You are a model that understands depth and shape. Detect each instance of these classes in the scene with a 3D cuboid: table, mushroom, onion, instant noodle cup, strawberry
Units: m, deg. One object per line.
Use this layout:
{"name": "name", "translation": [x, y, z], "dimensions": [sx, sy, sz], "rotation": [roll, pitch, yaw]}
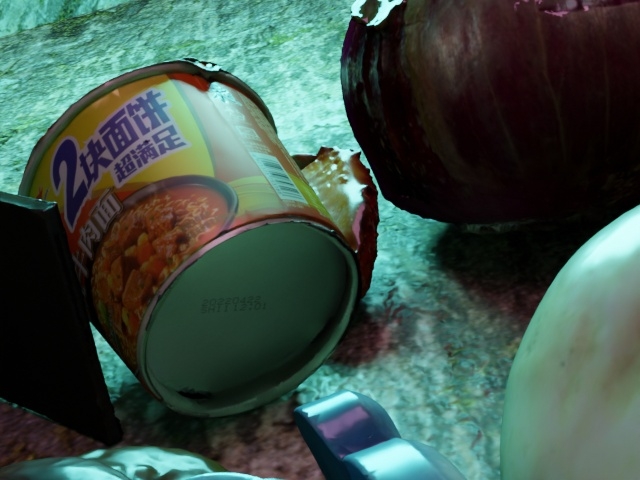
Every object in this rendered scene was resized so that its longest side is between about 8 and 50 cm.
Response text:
{"name": "table", "translation": [-0.329, 0.078, 0.765], "dimensions": [0.282, 0.196, 0.251], "rotation": [12, 31, 40]}
{"name": "mushroom", "translation": [0.214, 0.103, 0.519], "dimensions": [0.254, 0.234, 0.260], "rotation": [-29, 47, 44]}
{"name": "onion", "translation": [0.173, -0.202, 0.975], "dimensions": [0.348, 0.385, 0.348], "rotation": [-8, 7, 1]}
{"name": "instant noodle cup", "translation": [-0.083, 0.007, 0.807], "dimensions": [0.213, 0.213, 0.174], "rotation": [-20, 43, -22]}
{"name": "strawberry", "translation": [0.000, 0.000, 0.937], "dimensions": [0.146, 0.082, 0.187], "rotation": [-46, 33, 9]}

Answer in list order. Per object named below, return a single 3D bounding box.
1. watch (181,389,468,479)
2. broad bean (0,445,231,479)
{"name": "watch", "translation": [-0.003, 0.180, 0.449], "dimensions": [0.193, 0.211, 0.211], "rotation": [-30, 27, -9]}
{"name": "broad bean", "translation": [-0.125, 0.175, 0.554], "dimensions": [0.229, 0.122, 0.156], "rotation": [-25, 29, -23]}
